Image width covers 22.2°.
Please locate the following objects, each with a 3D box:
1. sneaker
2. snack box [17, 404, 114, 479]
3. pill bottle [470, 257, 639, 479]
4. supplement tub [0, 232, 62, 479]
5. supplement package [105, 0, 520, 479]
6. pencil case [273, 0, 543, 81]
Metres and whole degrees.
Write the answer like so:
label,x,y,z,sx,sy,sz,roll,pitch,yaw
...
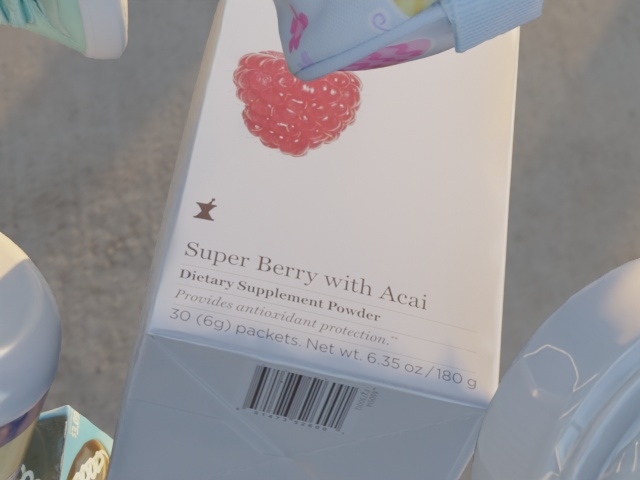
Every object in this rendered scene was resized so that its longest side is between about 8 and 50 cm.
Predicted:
label,x,y,z,sx,sy,sz,roll,pitch,yaw
sneaker,-0.183,-0.145,0.844,0.151,0.256,0.094,-1,100,-18
snack box,-0.179,0.311,1.252,0.187,0.060,0.322,47,34,-45
pill bottle,0.180,0.126,0.424,0.176,0.318,0.176,-15,122,-26
supplement tub,-0.287,0.139,0.870,0.228,0.316,0.228,20,23,-9
supplement package,0.000,0.000,0.912,0.177,0.175,0.293,13,51,-5
pencil case,-0.002,-0.187,0.510,0.113,0.124,0.273,-23,94,-23
